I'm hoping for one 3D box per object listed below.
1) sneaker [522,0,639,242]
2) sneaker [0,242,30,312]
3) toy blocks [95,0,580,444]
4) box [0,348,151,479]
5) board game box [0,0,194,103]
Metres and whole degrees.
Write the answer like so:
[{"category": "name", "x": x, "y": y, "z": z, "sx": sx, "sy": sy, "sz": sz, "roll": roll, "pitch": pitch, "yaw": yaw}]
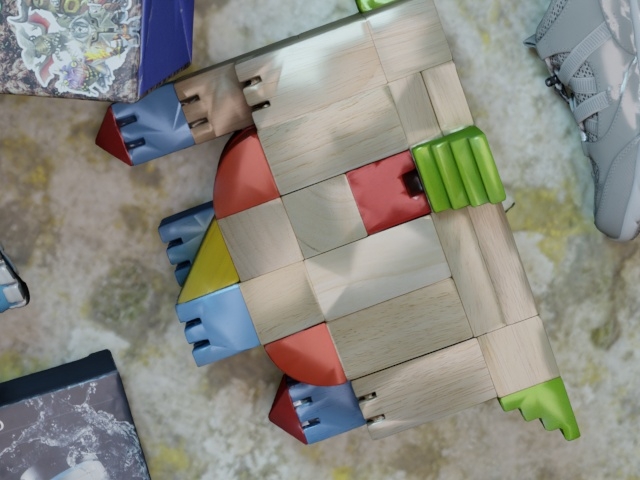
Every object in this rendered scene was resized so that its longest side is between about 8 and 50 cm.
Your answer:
[{"category": "sneaker", "x": 0.217, "y": -0.139, "z": 1.177, "sx": 0.115, "sy": 0.105, "sz": 0.281, "roll": 1, "pitch": 103, "yaw": 21}, {"category": "sneaker", "x": -0.279, "y": -0.016, "z": 1.029, "sx": 0.083, "sy": 0.071, "sz": 0.191, "roll": -31, "pitch": 106, "yaw": -5}, {"category": "toy blocks", "x": 0.000, "y": 0.000, "z": 1.104, "sx": 0.261, "sy": 0.191, "sz": 0.381, "roll": -20, "pitch": 100, "yaw": 2}, {"category": "box", "x": -0.203, "y": 0.180, "z": 1.105, "sx": 0.156, "sy": 0.093, "sz": 0.158, "roll": -17, "pitch": 99, "yaw": -10}, {"category": "board game box", "x": -0.233, "y": -0.176, "z": 0.942, "sx": 0.291, "sy": 0.232, "sz": 0.141, "roll": 4, "pitch": 102, "yaw": 2}]
